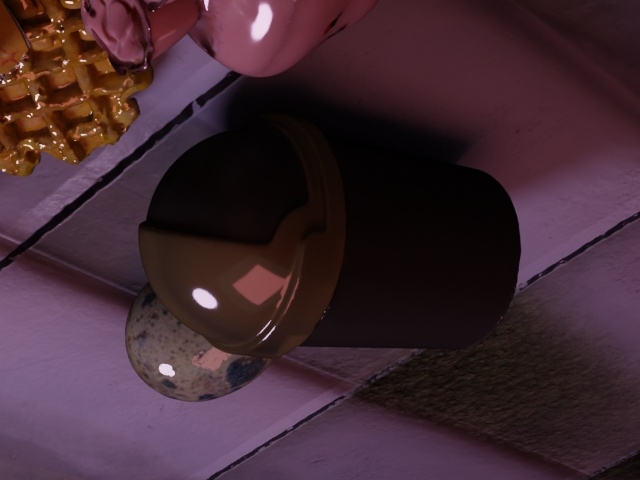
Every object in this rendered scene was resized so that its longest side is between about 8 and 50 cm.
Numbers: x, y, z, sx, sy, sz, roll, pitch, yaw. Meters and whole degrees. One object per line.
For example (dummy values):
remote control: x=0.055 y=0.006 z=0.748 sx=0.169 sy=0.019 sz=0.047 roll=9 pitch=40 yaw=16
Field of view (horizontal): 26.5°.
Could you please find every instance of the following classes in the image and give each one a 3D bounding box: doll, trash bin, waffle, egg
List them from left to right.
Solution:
waffle: x=-0.250 y=-0.148 z=1.059 sx=0.262 sy=0.060 sz=0.280 roll=15 pitch=138 yaw=-35
egg: x=-0.106 y=0.083 z=1.347 sx=0.181 sy=0.141 sz=0.141 roll=-26 pitch=143 yaw=6
doll: x=-0.044 y=-0.231 z=0.918 sx=0.268 sy=0.216 sz=0.284 roll=-32 pitch=167 yaw=-35
trash bin: x=0.000 y=0.000 z=1.209 sx=0.334 sy=0.214 sz=0.214 roll=5 pitch=141 yaw=-31

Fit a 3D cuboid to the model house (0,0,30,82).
model house: x=-0.312 y=-0.090 z=0.951 sx=0.207 sy=0.136 sz=0.219 roll=-7 pitch=148 yaw=1
